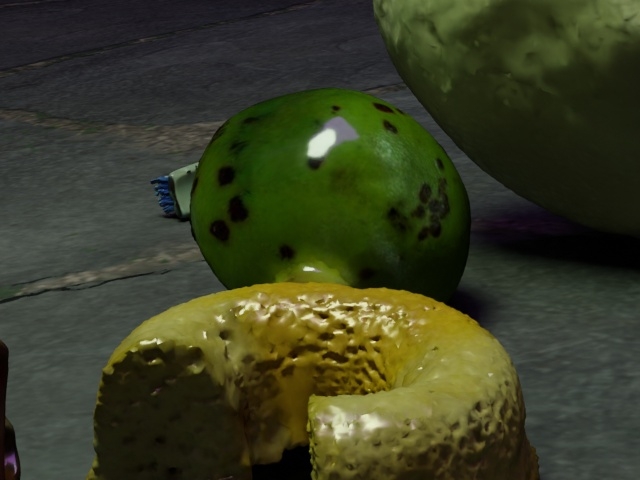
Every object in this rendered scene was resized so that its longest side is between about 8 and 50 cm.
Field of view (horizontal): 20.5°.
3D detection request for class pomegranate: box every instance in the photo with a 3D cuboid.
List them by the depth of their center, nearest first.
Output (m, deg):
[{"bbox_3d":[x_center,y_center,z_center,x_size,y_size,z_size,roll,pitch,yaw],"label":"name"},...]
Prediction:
[{"bbox_3d":[0.006,-0.012,0.875,0.143,0.122,0.169,24,12,-3],"label":"pomegranate"}]

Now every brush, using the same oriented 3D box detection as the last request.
[{"bbox_3d":[-0.046,-0.049,1.211,0.030,0.033,0.178,-12,7,41],"label":"brush"}]

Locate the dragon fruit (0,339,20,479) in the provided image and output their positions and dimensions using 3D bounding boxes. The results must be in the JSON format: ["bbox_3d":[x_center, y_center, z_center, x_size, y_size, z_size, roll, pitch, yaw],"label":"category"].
[{"bbox_3d":[-0.099,0.101,0.364,0.092,0.192,0.122,16,39,38],"label":"dragon fruit"}]

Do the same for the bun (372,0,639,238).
[{"bbox_3d":[0.204,-0.169,0.921,0.364,0.364,0.202,-5,10,0],"label":"bun"}]

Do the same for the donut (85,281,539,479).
[{"bbox_3d":[0.002,0.065,0.681,0.181,0.078,0.146,12,25,44],"label":"donut"}]
